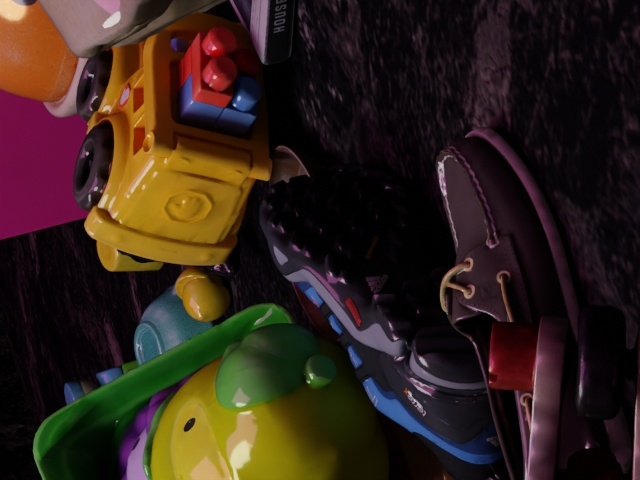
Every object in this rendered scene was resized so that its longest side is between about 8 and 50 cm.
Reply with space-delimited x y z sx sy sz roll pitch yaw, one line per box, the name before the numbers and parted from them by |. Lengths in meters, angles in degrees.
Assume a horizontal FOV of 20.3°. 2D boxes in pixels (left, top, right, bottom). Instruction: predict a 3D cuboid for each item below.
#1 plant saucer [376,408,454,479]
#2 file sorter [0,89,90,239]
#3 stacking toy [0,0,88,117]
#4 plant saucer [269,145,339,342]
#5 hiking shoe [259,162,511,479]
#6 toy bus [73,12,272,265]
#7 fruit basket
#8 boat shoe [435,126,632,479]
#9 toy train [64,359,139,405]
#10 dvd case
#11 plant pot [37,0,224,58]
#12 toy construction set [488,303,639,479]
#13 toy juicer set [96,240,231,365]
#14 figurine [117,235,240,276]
plant saucer | 0.063 0.173 1.419 0.200 0.037 0.200 164 90 -74
file sorter | -0.374 -0.136 2.139 0.182 0.290 0.202 -129 27 -59
stacking toy | -0.439 -0.303 1.756 0.350 0.479 0.351 -179 90 -70
plant saucer | 0.000 0.000 1.475 0.168 0.029 0.168 163 90 -75
hiking shoe | 0.039 0.053 1.238 0.304 0.113 0.132 -129 28 -54
toy bus | -0.112 -0.122 1.534 0.211 0.149 0.220 126 148 -47
fruit basket | -0.060 0.215 1.372 0.392 0.283 0.392 61 -178 -3
boat shoe | 0.111 0.042 1.062 0.081 0.068 0.228 120 132 -68
toy train | -0.234 0.276 2.331 0.105 0.143 0.248 155 99 -74
dvd case | -0.073 -0.286 1.437 0.179 0.029 0.239 96 152 -53
plant pot | -0.130 -0.299 1.168 0.305 0.334 0.334 64 165 -5
toy construction set | 0.097 0.203 0.904 0.237 0.308 0.257 85 169 -50
toy juicer set | -0.138 0.108 1.981 0.209 0.089 0.329 -28 75 55
figurine | -0.141 -0.073 1.788 0.209 0.092 0.215 13 114 63
